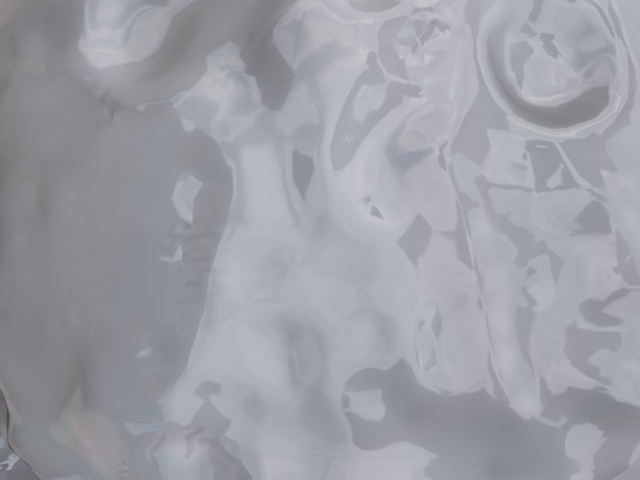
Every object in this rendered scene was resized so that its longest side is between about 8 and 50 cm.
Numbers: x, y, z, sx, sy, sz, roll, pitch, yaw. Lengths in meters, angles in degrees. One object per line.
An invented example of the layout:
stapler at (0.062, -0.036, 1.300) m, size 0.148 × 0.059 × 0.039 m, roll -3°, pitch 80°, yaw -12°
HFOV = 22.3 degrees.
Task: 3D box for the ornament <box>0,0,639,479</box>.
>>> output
ornament at (0.000, 0.000, 0.558) m, size 0.337 × 0.337 × 0.337 m, roll 0°, pitch 89°, yaw -24°
